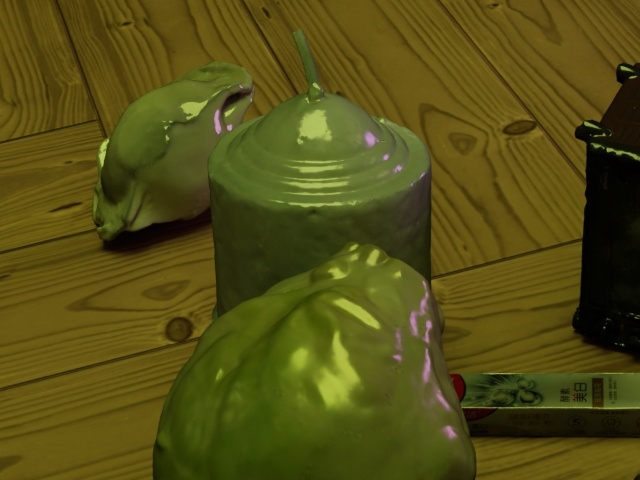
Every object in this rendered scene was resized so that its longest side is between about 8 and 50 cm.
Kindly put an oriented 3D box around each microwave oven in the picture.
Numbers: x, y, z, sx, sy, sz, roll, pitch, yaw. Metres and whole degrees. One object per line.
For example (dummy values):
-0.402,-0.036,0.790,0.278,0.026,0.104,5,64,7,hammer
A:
0.349,-0.022,1.624,0.178,0.247,0.188,14,41,24,microwave oven

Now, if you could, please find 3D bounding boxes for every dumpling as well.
-0.180,-0.109,1.933,0.258,0.147,0.193,-49,34,-4,dumpling

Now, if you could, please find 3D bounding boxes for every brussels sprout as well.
0.005,0.170,1.395,0.316,0.243,0.273,-48,38,9,brussels sprout

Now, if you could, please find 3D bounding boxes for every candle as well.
0.000,0.000,1.579,0.221,0.342,0.221,-2,31,1,candle

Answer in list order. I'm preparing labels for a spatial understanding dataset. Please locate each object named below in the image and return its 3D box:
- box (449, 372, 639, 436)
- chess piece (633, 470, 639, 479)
0.216,0.154,1.570,0.218,0.039,0.055,-1,37,9,box
0.327,0.195,1.475,0.066,0.066,0.122,14,36,28,chess piece
